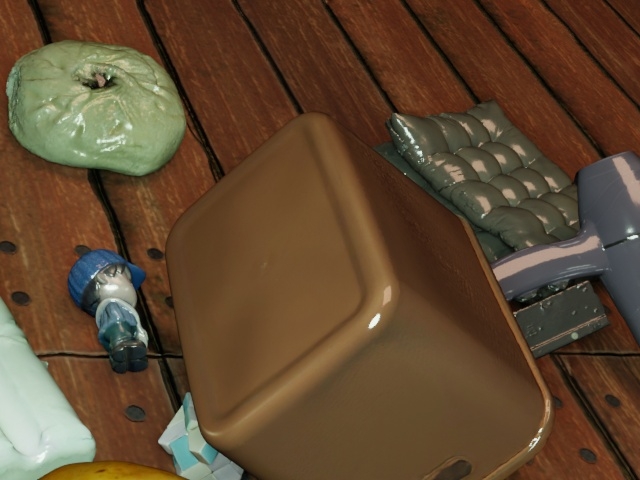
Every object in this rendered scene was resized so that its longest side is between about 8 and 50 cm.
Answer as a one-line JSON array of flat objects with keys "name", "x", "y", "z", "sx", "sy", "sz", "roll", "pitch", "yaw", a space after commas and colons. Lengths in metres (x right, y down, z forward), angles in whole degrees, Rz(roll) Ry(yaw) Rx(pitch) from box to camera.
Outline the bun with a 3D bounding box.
[{"name": "bun", "x": -0.264, "y": -0.169, "z": 1.691, "sx": 0.221, "sy": 0.108, "sz": 0.221, "roll": 15, "pitch": 32, "yaw": -10}]

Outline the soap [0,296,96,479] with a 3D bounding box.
[{"name": "soap", "x": -0.408, "y": 0.090, "z": 1.183, "sx": 0.261, "sy": 0.156, "sz": 0.446, "roll": -8, "pitch": 43, "yaw": -38}]

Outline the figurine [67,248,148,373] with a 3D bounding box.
[{"name": "figurine", "x": -0.214, "y": 0.072, "z": 1.418, "sx": 0.079, "sy": 0.077, "sz": 0.136, "roll": -4, "pitch": 50, "yaw": -6}]

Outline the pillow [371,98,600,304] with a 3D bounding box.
[{"name": "pillow", "x": 0.240, "y": -0.054, "z": 1.820, "sx": 0.228, "sy": 0.101, "sz": 0.326, "roll": -17, "pitch": 55, "yaw": -42}]

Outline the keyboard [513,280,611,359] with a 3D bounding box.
[{"name": "keyboard", "x": 0.224, "y": 0.107, "z": 1.552, "sx": 0.195, "sy": 0.018, "sz": 0.060, "roll": -23, "pitch": 87, "yaw": -12}]

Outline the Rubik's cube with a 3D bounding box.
[{"name": "Rubik's cube", "x": -0.104, "y": 0.181, "z": 1.305, "sx": 0.084, "sy": 0.073, "sz": 0.075, "roll": 0, "pitch": 38, "yaw": -34}]

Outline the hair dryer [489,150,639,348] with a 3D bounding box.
[{"name": "hair dryer", "x": 0.272, "y": 0.080, "z": 1.614, "sx": 0.361, "sy": 0.121, "sz": 0.301, "roll": -16, "pitch": 84, "yaw": -15}]

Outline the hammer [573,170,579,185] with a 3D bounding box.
[{"name": "hammer", "x": 0.498, "y": -0.070, "z": 2.057, "sx": 0.289, "sy": 0.037, "sz": 0.137, "roll": 10, "pitch": 35, "yaw": -18}]

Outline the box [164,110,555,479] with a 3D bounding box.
[{"name": "box", "x": 0.019, "y": 0.077, "z": 1.303, "sx": 0.229, "sy": 0.239, "sz": 0.339, "roll": 38, "pitch": 20, "yaw": -34}]

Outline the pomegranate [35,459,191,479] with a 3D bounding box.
[{"name": "pomegranate", "x": -0.150, "y": 0.265, "z": 1.026, "sx": 0.233, "sy": 0.233, "sz": 0.233, "roll": 15, "pitch": 33, "yaw": -10}]
